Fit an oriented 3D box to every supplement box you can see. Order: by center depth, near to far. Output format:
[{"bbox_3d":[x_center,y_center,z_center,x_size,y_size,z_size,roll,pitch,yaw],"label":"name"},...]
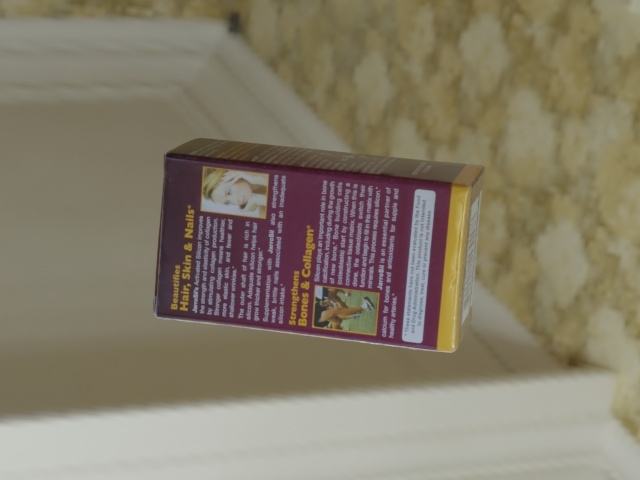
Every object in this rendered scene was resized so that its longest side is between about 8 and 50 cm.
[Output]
[{"bbox_3d":[0.000,0.000,1.083,0.188,0.104,0.081,7,-167,11],"label":"supplement box"}]
